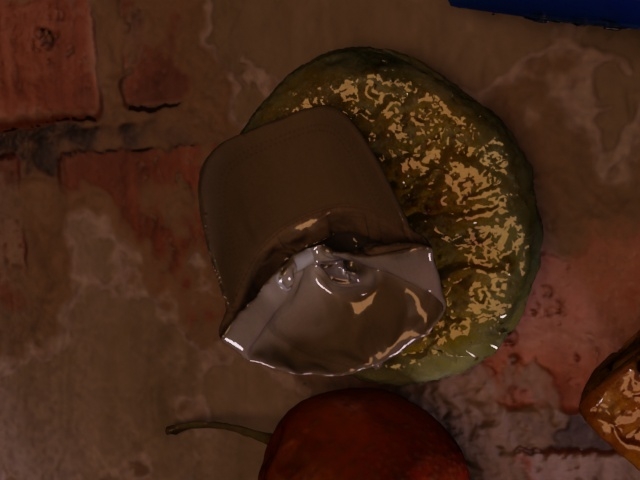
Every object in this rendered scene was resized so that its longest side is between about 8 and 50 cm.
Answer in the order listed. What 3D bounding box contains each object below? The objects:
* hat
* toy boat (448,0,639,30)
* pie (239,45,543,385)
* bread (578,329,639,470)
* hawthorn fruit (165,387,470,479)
[{"bbox_3d":[0.000,0.000,0.953,0.166,0.144,0.173,-20,47,9],"label":"hat"},{"bbox_3d":[0.227,-0.213,0.888,0.295,0.088,0.129,14,101,33],"label":"toy boat"},{"bbox_3d":[0.046,-0.017,1.002,0.277,0.078,0.277,2,98,15],"label":"pie"},{"bbox_3d":[0.287,0.111,0.880,0.149,0.158,0.143,-43,85,16],"label":"bread"},{"bbox_3d":[-0.010,0.180,1.022,0.285,0.165,0.165,25,103,40],"label":"hawthorn fruit"}]
